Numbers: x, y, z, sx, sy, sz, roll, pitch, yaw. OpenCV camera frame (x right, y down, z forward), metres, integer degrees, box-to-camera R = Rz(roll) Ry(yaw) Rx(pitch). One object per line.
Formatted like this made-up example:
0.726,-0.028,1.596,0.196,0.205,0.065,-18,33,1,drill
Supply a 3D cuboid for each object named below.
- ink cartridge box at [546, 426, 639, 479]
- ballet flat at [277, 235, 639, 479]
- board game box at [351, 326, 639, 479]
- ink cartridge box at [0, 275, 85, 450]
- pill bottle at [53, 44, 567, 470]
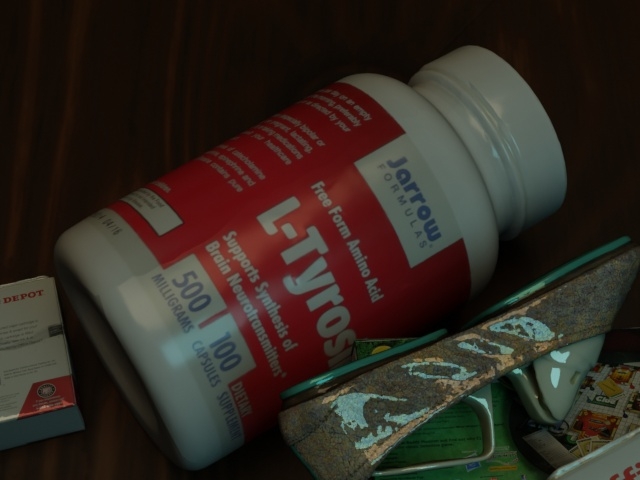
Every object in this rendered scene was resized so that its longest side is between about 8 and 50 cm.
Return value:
0.294,0.246,0.913,0.197,0.114,0.273,-25,58,-11,ink cartridge box
0.121,0.101,1.020,0.316,0.107,0.106,-24,82,-14,ballet flat
0.160,0.133,1.065,0.260,0.030,0.136,-2,59,-7,board game box
-0.270,0.110,1.228,0.099,0.056,0.135,-13,58,-6,ink cartridge box
0.000,0.000,1.187,0.408,0.229,0.229,-31,61,-16,pill bottle
